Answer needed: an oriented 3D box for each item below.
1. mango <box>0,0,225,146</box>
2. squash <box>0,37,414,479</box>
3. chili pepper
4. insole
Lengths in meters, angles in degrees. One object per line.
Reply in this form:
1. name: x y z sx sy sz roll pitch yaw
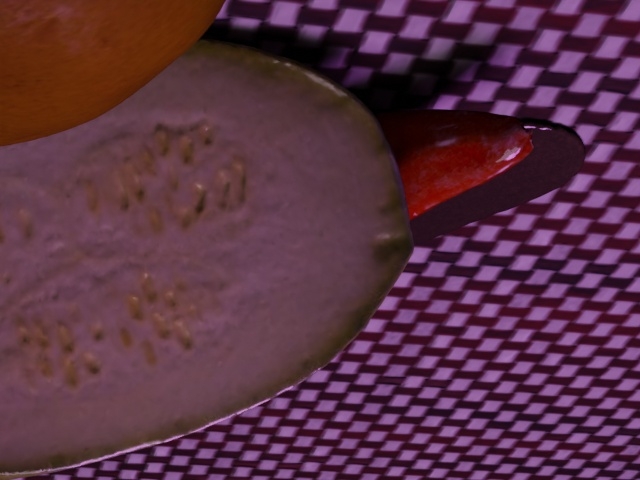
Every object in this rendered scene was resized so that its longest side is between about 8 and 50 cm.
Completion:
1. mango: -0.125 -0.126 0.634 0.211 0.173 0.317 0 159 -4
2. squash: -0.115 0.009 0.866 0.260 0.189 0.189 -12 151 28
3. chili pepper: -0.009 -0.015 0.953 0.272 0.071 0.063 -22 152 30
4. insole: 0.000 0.000 1.052 0.328 0.007 0.111 -23 147 34
